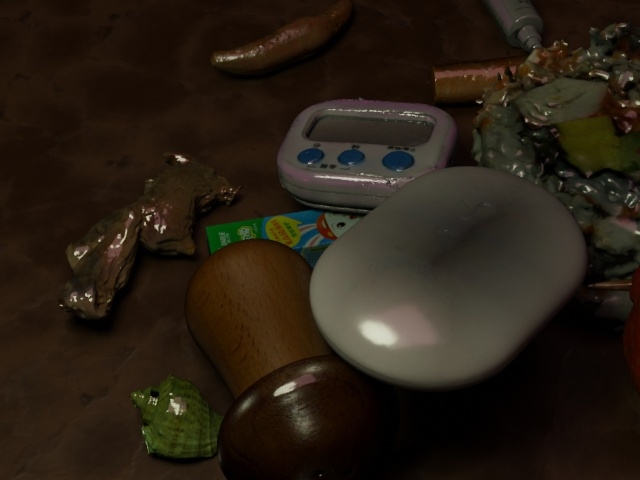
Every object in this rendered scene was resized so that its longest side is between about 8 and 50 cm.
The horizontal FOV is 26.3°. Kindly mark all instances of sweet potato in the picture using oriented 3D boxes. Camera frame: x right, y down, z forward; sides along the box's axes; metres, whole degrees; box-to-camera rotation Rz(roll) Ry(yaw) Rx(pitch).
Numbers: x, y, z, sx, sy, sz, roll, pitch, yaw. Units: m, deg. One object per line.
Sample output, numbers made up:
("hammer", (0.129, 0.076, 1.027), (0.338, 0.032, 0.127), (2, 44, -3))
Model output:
("sweet potato", (-0.032, -0.278, 1.881), (0.255, 0.058, 0.078), (-32, 34, -29))

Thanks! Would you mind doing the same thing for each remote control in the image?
("remote control", (0.133, 0.031, 1.384), (0.221, 0.103, 0.332), (33, 50, 22))

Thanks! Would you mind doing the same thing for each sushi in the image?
("sushi", (0.360, -0.093, 1.619), (0.417, 0.176, 0.417), (-2, 50, 3))

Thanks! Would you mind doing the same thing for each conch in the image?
("conch", (-0.152, 0.194, 1.469), (0.121, 0.074, 0.089), (26, 79, 0))

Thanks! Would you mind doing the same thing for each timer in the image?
("timer", (0.059, -0.103, 1.663), (0.208, 0.069, 0.191), (4, 36, 15))

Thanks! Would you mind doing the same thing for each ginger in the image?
("ginger", (-0.215, -0.001, 1.636), (0.122, 0.084, 0.290), (39, 53, 5))

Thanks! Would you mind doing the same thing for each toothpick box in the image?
("toothpick box", (-0.038, 0.139, 1.430), (0.192, 0.192, 0.294), (-15, 43, -11))

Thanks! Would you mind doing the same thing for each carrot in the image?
("carrot", (0.259, -0.214, 1.807), (0.225, 0.067, 0.067), (-4, 48, 1))

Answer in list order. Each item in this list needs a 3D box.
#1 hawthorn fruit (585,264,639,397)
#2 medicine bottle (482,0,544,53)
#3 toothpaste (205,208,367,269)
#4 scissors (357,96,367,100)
("hawthorn fruit", (0.399, 0.104, 1.411), (0.262, 0.210, 0.210), (39, 57, 5))
("medicine bottle", (0.271, -0.310, 1.896), (0.058, 0.057, 0.199), (-13, 49, -9))
("toothpaste", (0.000, 0.000, 1.634), (0.267, 0.050, 0.065), (-9, 48, -6))
("scissors", (0.070, -0.119, 1.758), (0.133, 0.020, 0.187), (-18, 52, -17))
